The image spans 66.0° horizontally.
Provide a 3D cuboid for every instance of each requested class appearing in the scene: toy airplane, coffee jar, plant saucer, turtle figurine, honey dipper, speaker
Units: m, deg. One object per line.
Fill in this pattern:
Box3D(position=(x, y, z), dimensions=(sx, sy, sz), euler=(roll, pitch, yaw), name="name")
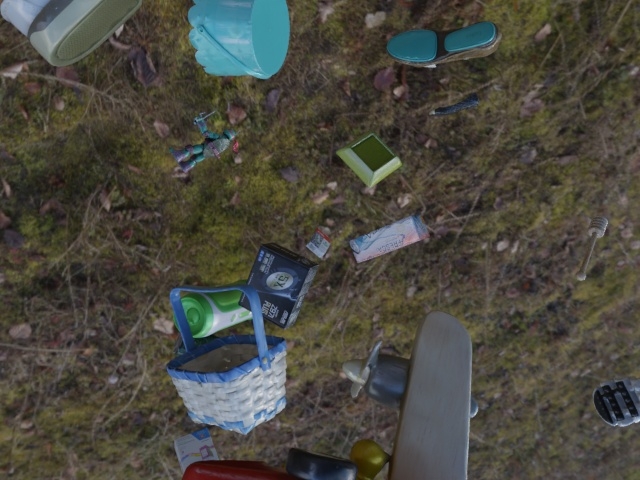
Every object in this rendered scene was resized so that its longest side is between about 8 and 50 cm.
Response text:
Box3D(position=(0.079, 0.317, 0.530), dimensions=(0.386, 0.384, 0.272), euler=(-27, 179, -27), name="toy airplane")
Box3D(position=(-0.313, 0.309, 1.393), dimensions=(0.185, 0.096, 0.079), euler=(28, 153, -19), name="coffee jar")
Box3D(position=(0.186, -0.313, 1.809), dimensions=(0.188, 0.188, 0.045), euler=(-37, 169, -27), name="plant saucer")
Box3D(position=(-0.357, -0.314, 1.573), dimensions=(0.234, 0.118, 0.175), euler=(-35, 146, -10), name="turtle figurine")
Box3D(position=(0.524, 0.016, 0.960), dimensions=(0.160, 0.031, 0.030), euler=(-54, 138, -28), name="honey dipper")
Box3D(position=(-0.273, 0.186, 1.390), dimensions=(0.131, 0.131, 0.297), euler=(-49, 164, 20), name="speaker")

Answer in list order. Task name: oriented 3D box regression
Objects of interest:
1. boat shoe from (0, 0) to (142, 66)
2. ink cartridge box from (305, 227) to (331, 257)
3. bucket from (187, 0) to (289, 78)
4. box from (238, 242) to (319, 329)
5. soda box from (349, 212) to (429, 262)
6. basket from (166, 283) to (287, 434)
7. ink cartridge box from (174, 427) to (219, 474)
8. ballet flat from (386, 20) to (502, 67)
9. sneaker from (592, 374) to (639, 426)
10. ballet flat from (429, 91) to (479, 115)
Box3D(position=(-0.159, -0.292, 0.425), dimensions=(0.302, 0.113, 0.103), euler=(-44, 103, -4), name="boat shoe")
Box3D(position=(0.000, 0.000, 1.625), dimensions=(0.063, 0.115, 0.029), euler=(41, 127, -9), name="ink cartridge box")
Box3D(position=(-0.218, -0.594, 1.391), dimensions=(0.183, 0.281, 0.281), euler=(12, 132, 19), name="bucket")
Box3D(position=(-0.110, 0.116, 1.291), dimensions=(0.148, 0.077, 0.180), euler=(26, 101, 14), name="box")
Box3D(position=(0.163, -0.005, 1.179), dimensions=(0.183, 0.062, 0.058), euler=(-24, 176, 34), name="soda box")
Box3D(position=(-0.201, 0.230, 1.022), dimensions=(0.201, 0.255, 0.288), euler=(-26, 108, -47), name="basket")
Box3D(position=(-0.309, 0.553, 1.249), dimensions=(0.089, 0.122, 0.052), euler=(-13, 140, -27), name="ink cartridge box")
Box3D(position=(0.377, -0.584, 1.502), dimensions=(0.343, 0.116, 0.124), euler=(0, 173, 30), name="ballet flat")
Box3D(position=(0.710, 0.299, 0.983), dimensions=(0.119, 0.109, 0.292), euler=(12, 151, -39), name="sneaker")
Box3D(position=(0.470, -0.474, 1.739), dimensions=(0.173, 0.057, 0.049), euler=(-12, 96, 22), name="ballet flat")
